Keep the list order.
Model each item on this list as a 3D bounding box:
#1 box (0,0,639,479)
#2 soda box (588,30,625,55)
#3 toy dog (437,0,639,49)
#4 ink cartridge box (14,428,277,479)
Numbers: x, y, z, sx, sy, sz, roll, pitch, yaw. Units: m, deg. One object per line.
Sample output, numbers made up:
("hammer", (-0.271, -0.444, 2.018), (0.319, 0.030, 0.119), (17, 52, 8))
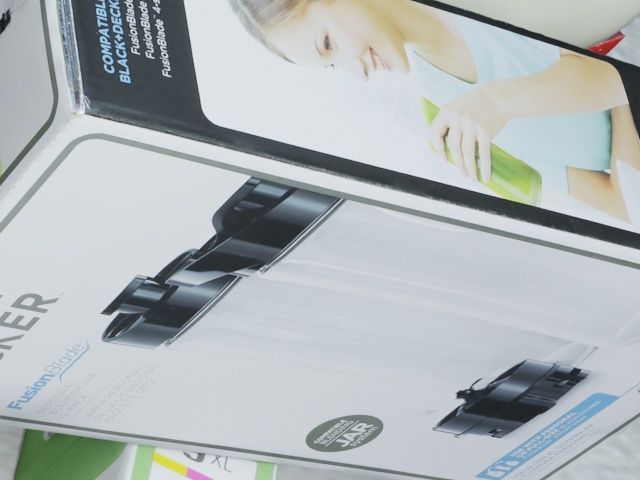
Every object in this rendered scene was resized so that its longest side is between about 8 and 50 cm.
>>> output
("box", (0.000, 0.000, 0.634), (0.290, 0.169, 0.087), (14, 51, -34))
("soda box", (0.034, -0.087, 0.950), (0.263, 0.092, 0.083), (-20, 71, -46))
("toy dog", (0.027, -0.258, 0.832), (0.395, 0.284, 0.408), (-16, 58, -32))
("ink cartridge box", (-0.073, 0.129, 0.677), (0.062, 0.109, 0.209), (28, 43, -21))
